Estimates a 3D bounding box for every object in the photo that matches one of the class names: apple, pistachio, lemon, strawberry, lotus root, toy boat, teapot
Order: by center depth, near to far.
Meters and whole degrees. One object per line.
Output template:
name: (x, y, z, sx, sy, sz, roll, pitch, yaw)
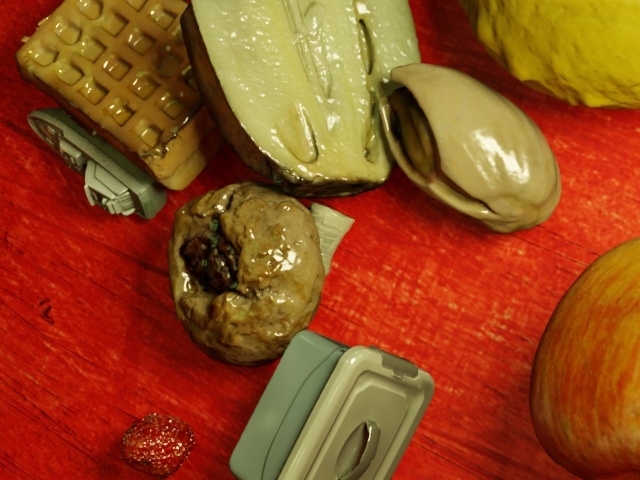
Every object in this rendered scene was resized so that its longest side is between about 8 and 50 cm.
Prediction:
apple: (0.358, 0.114, 1.336, 0.302, 0.301, 0.301, -9, 73, 29)
lemon: (0.298, -0.267, 1.477, 0.316, 0.285, 0.285, 25, 91, 8)
pistachio: (0.165, -0.106, 1.583, 0.238, 0.153, 0.137, 37, 131, 10)
lotus root: (-0.008, -0.170, 1.688, 0.149, 0.267, 0.260, -33, 74, 67)
teapot: (0.000, 0.000, 1.720, 0.083, 0.057, 0.067, -70, 19, 2)
strawberry: (-0.203, 0.251, 1.751, 0.083, 0.096, 0.083, -1, 89, 29)
toy boat: (-0.312, -0.108, 1.914, 0.085, 0.078, 0.260, -40, 55, -22)

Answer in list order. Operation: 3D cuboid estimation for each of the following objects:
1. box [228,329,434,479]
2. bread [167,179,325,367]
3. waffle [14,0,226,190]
box: (0.012, 0.217, 1.594, 0.130, 0.162, 0.227, 28, 92, 44)
bread: (-0.098, 0.037, 1.696, 0.230, 0.123, 0.229, -1, 89, 51)
waffle: (-0.231, -0.225, 1.863, 0.328, 0.098, 0.224, 36, 79, 35)
